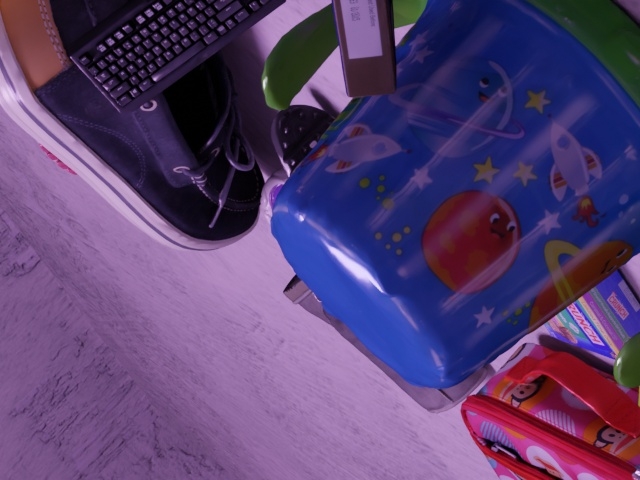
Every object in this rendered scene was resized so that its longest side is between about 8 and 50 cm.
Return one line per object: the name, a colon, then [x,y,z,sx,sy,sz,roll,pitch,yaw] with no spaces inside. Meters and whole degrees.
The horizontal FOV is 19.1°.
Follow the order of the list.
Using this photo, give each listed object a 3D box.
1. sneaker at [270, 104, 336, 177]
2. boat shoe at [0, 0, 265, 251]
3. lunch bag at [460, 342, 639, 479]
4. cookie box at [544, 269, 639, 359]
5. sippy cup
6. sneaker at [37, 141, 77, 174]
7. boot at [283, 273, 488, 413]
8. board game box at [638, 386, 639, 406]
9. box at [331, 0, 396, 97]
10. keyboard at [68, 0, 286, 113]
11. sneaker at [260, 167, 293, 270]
sneaker: [0.033,-0.025,1.746,0.234,0.078,0.106,46,164,-5]
boat shoe: [-0.147,-0.123,1.820,0.500,0.156,0.187,42,-154,-62]
lunch bag: [0.260,0.205,1.651,0.293,0.120,0.258,23,149,56]
cookie box: [0.203,0.044,1.499,0.092,0.040,0.107,54,164,-24]
sippy cup: [0.097,-0.033,1.218,0.240,0.224,0.305,54,166,-24]
sneaker: [-0.316,-0.200,2.286,0.299,0.120,0.112,56,-167,-35]
boot: [0.082,0.081,1.903,0.208,0.076,0.189,43,150,-6]
board game box: [0.316,0.132,1.297,0.181,0.092,0.043,41,167,23]
box: [0.019,-0.216,1.137,0.136,0.036,0.225,77,-173,-65]
keyboard: [-0.127,-0.191,1.578,0.108,0.180,0.023,50,-164,-19]
sneaker: [0.000,0.000,1.954,0.071,0.068,0.170,15,148,48]
